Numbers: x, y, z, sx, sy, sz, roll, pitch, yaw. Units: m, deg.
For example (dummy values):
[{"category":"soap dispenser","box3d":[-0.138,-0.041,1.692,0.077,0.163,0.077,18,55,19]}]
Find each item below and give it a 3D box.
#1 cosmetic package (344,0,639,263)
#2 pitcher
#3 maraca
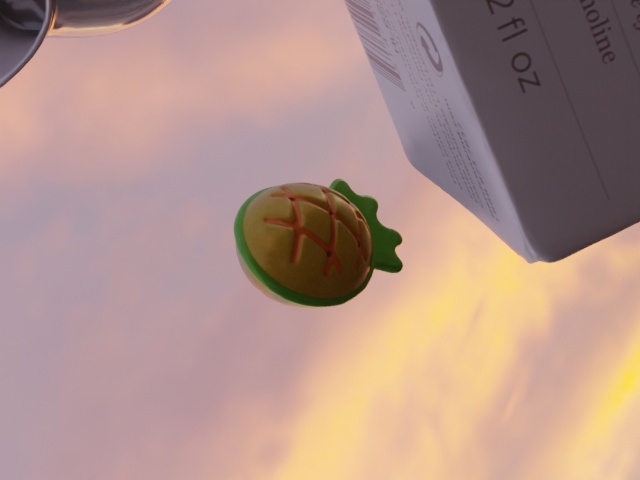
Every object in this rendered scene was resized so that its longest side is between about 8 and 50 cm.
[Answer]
[{"category":"cosmetic package","box3d":[0.215,-0.242,1.238,0.329,0.394,0.327,66,175,-18]},{"category":"pitcher","box3d":[-0.143,-0.195,1.104,0.178,0.125,0.207,-45,1,38]},{"category":"maraca","box3d":[0.000,0.000,1.607,0.186,0.127,0.099,-17,-20,-45]}]
